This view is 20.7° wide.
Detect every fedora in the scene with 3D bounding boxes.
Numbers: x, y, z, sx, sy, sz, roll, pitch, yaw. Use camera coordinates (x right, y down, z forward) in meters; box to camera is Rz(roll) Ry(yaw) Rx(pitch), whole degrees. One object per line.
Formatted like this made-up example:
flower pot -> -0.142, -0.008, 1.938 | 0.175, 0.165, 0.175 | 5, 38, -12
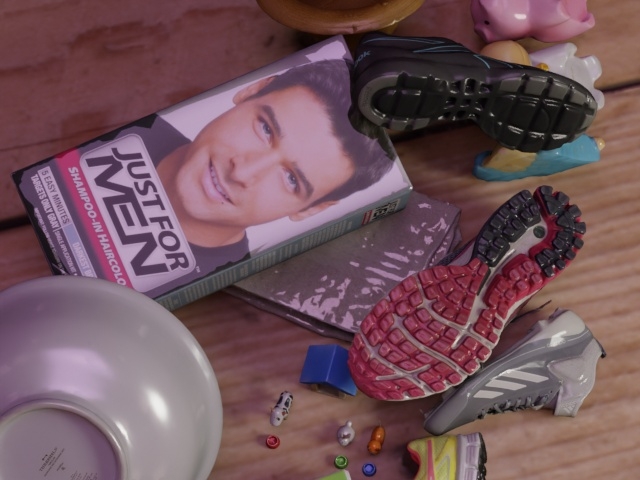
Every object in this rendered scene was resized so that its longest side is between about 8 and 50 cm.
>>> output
fedora -> 0.026, -0.263, 1.912 | 0.194, 0.079, 0.194 | -4, 47, 4

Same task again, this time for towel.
towel -> 0.000, 0.000, 1.916 | 0.282, 0.049, 0.187 | 22, 70, 11

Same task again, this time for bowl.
bowl -> -0.250, 0.194, 1.723 | 0.298, 0.134, 0.298 | 2, 111, 5

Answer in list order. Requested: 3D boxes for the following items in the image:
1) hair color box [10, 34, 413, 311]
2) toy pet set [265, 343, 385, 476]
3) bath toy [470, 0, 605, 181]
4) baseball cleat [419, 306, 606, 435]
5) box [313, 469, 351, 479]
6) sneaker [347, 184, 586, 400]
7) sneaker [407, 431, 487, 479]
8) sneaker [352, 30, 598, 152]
hair color box -> -0.112, -0.052, 1.840 | 0.374, 0.113, 0.185 | -24, 81, -7
toy pet set -> 0.012, 0.173, 1.839 | 0.122, 0.065, 0.114 | 14, 71, 7
bath toy -> 0.226, -0.241, 1.963 | 0.129, 0.151, 0.348 | -18, 63, 42
baseball cleat -> 0.209, 0.159, 1.835 | 0.206, 0.072, 0.109 | -37, 79, -7
box -> -0.082, 0.394, 1.766 | 0.322, 0.058, 0.232 | -19, 70, -4
sneaker -> 0.155, 0.070, 1.834 | 0.299, 0.112, 0.121 | -36, 80, -18
sneaker -> 0.113, 0.294, 1.790 | 0.094, 0.081, 0.208 | 5, 63, 12
sneaker -> 0.160, -0.166, 1.815 | 0.267, 0.101, 0.106 | 9, 39, -17
